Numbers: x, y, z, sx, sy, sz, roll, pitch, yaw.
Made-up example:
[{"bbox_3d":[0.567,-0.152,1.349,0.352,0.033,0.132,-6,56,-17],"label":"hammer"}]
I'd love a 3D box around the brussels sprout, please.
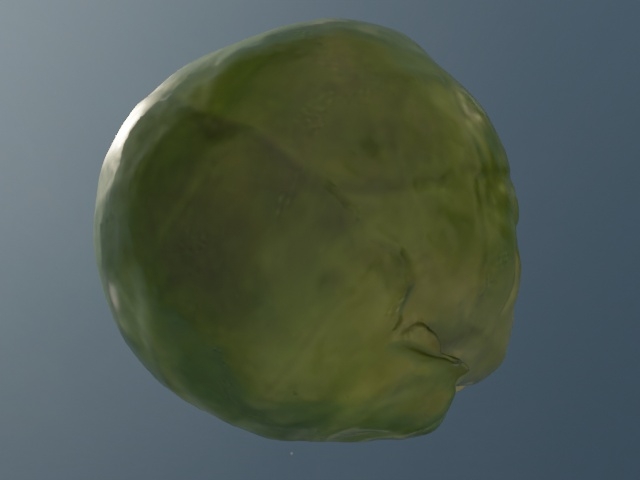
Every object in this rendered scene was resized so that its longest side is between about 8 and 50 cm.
[{"bbox_3d":[0.000,0.000,0.575,0.244,0.244,0.244,0,-101,-2],"label":"brussels sprout"}]
